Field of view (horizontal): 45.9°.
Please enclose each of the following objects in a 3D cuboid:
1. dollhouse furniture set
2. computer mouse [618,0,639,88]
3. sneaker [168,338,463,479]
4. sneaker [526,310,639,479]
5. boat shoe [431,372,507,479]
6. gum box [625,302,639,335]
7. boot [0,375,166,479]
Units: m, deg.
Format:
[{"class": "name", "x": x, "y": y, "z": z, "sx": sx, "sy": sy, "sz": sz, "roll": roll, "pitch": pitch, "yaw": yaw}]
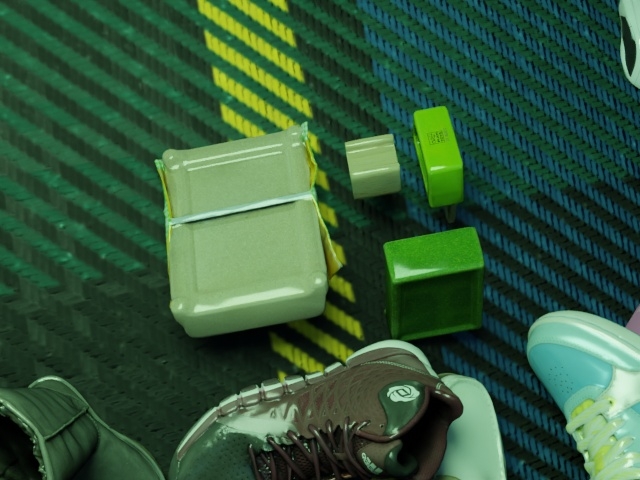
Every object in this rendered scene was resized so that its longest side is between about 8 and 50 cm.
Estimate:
[{"class": "dollhouse furniture set", "x": 0.000, "y": 0.000, "z": 0.779, "sx": 0.302, "sy": 0.151, "sz": 0.197, "roll": -10, "pitch": 61, "yaw": 2}, {"class": "computer mouse", "x": 0.410, "y": -0.281, "z": 0.935, "sx": 0.106, "sy": 0.042, "sz": 0.192, "roll": -1, "pitch": 80, "yaw": -14}, {"class": "sneaker", "x": 0.003, "y": 0.185, "z": 0.683, "sx": 0.281, "sy": 0.162, "sz": 0.106, "roll": -26, "pitch": 108, "yaw": -13}, {"class": "sneaker", "x": 0.286, "y": 0.219, "z": 0.720, "sx": 0.208, "sy": 0.127, "sz": 0.319, "roll": -27, "pitch": 62, "yaw": -35}, {"class": "boat shoe", "x": 0.146, "y": 0.275, "z": 0.730, "sx": 0.113, "sy": 0.103, "sz": 0.302, "roll": 8, "pitch": 69, "yaw": -15}, {"class": "gum box", "x": 0.421, "y": 0.167, "z": 0.849, "sx": 0.188, "sy": 0.062, "sz": 0.107, "roll": 40, "pitch": 74, "yaw": -4}, {"class": "boot", "x": -0.203, "y": 0.183, "z": 0.622, "sx": 0.190, "sy": 0.208, "sz": 0.076, "roll": 42, "pitch": 75, "yaw": -3}]
